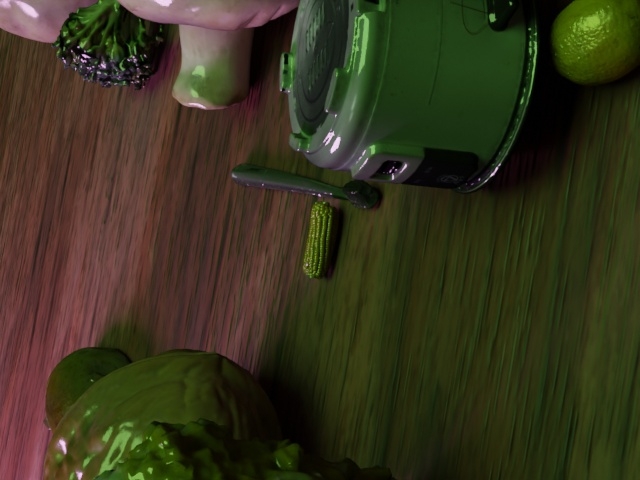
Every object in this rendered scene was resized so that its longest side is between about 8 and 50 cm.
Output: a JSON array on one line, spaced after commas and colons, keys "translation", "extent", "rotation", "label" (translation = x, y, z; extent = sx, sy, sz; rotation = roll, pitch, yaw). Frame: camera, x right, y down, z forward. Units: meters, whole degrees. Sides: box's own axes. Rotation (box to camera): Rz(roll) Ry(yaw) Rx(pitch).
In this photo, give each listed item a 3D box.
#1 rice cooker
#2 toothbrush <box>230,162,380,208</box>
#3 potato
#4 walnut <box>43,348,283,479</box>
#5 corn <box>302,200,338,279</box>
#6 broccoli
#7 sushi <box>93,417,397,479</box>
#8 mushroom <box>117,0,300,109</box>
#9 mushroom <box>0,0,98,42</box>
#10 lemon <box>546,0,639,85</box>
[{"translation": [0.095, -0.170, 0.960], "extent": [0.280, 0.227, 0.241], "rotation": [129, 142, -59], "label": "rice cooker"}, {"translation": [-0.030, -0.072, 1.241], "extent": [0.297, 0.030, 0.030], "rotation": [13, 66, 52], "label": "toothbrush"}, {"translation": [-0.347, 0.259, 1.483], "extent": [0.272, 0.111, 0.160], "rotation": [47, 119, 46], "label": "potato"}, {"translation": [-0.178, 0.268, 1.158], "extent": [0.252, 0.277, 0.313], "rotation": [33, 105, 16], "label": "walnut"}, {"translation": [0.000, 0.000, 1.180], "extent": [0.037, 0.037, 0.092], "rotation": [12, 89, 51], "label": "corn"}, {"translation": [-0.300, -0.387, 1.572], "extent": [0.145, 0.165, 0.304], "rotation": [167, 127, -81], "label": "broccoli"}, {"translation": [-0.062, 0.343, 0.902], "extent": [0.351, 0.396, 0.240], "rotation": [-48, 43, 22], "label": "sushi"}, {"translation": [-0.147, -0.359, 1.239], "extent": [0.315, 0.315, 0.356], "rotation": [27, 92, 50], "label": "mushroom"}, {"translation": [-0.487, -0.486, 1.746], "extent": [0.336, 0.314, 0.314], "rotation": [158, 120, -79], "label": "mushroom"}, {"translation": [0.248, -0.181, 0.889], "extent": [0.110, 0.082, 0.082], "rotation": [-30, 60, 41], "label": "lemon"}]
